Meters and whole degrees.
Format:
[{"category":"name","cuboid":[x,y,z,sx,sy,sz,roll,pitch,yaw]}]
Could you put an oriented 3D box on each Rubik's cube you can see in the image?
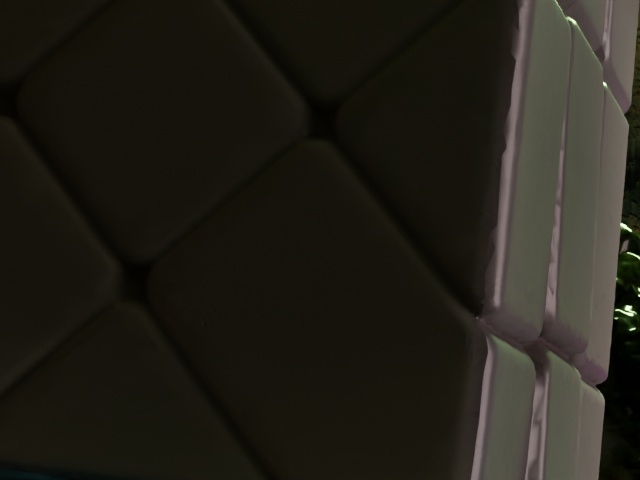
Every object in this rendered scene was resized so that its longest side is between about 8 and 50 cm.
[{"category":"Rubik's cube","cuboid":[-0.027,-0.028,0.943,0.316,0.322,0.318,32,63,-73]}]

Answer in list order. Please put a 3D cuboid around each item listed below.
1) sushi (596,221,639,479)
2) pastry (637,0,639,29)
[{"category":"sushi","cuboid":[0.113,0.117,1.511,0.294,0.352,0.178,82,17,-44]},{"category":"pastry","cuboid":[0.100,-0.299,1.230,0.312,0.388,0.388,-54,162,-3]}]
